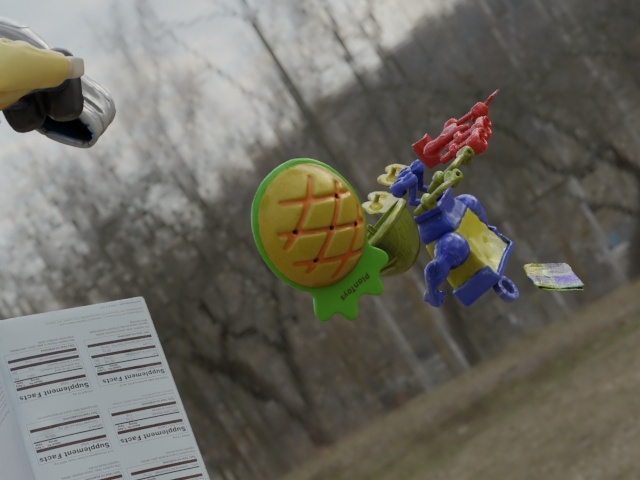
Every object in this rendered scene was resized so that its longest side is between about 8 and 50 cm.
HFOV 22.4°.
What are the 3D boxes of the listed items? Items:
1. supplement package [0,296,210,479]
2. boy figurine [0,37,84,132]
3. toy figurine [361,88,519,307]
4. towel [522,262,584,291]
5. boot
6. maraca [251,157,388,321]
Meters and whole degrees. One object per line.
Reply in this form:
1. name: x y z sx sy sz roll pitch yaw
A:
1. supplement package: -0.211 0.190 1.387 0.149 0.203 0.194 -9 -25 -30
2. boy figurine: -0.324 -0.151 1.611 0.177 0.092 0.285 -14 5 11
3. toy figurine: 0.186 -0.006 1.983 0.191 0.217 0.362 -35 11 25
4. towel: 0.275 0.043 1.906 0.060 0.009 0.083 0 17 -4
5. boot: -0.418 -0.230 2.339 0.095 0.258 0.123 -56 10 24
6. maraca: 0.000 0.000 1.691 0.127 0.185 0.099 -42 22 -17
